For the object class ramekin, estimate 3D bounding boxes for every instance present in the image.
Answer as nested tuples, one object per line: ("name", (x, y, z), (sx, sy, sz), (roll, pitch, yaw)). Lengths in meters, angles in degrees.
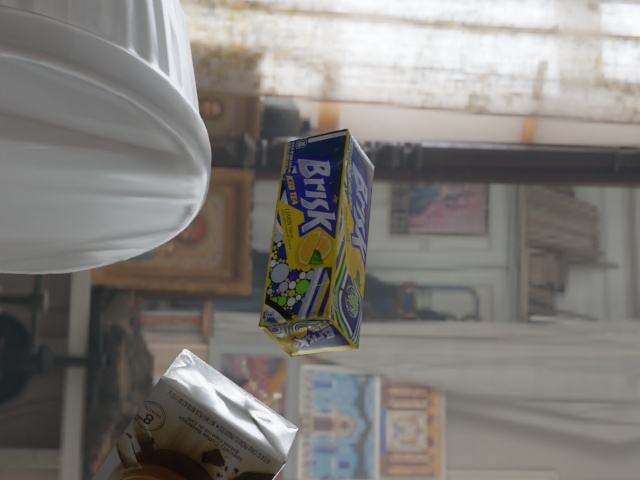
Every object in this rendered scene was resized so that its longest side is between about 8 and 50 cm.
("ramekin", (-0.195, -0.090, 0.677), (0.273, 0.273, 0.127), (101, -10, -65))

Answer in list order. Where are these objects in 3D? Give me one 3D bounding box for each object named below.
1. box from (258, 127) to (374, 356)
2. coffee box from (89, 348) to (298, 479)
("box", (0.000, 0.000, 0.890), (0.054, 0.059, 0.169), (51, 37, -48))
("coffee box", (-0.180, 0.300, 1.345), (0.297, 0.168, 0.119), (-55, -179, 14))
